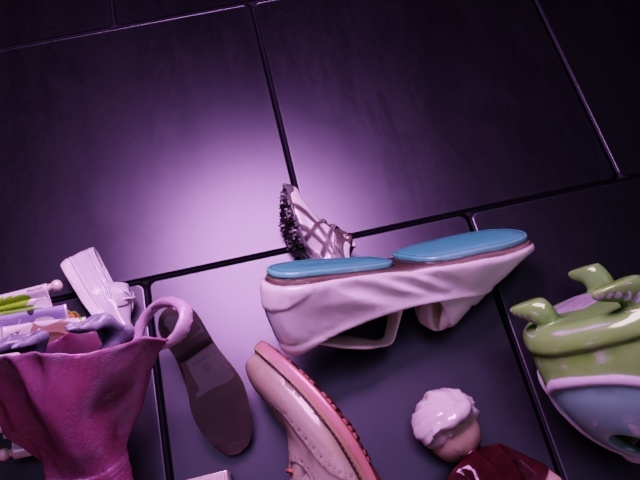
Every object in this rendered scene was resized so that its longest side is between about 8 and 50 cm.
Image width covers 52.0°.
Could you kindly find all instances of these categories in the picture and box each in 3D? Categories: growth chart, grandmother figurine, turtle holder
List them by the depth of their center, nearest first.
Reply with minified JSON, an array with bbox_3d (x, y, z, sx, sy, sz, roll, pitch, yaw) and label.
[{"bbox_3d":[0.416,0.129,0.779,0.320,0.243,0.227,-24,86,30],"label":"turtle holder"},{"bbox_3d":[0.222,0.332,0.794,0.208,0.104,0.342,-7,55,-42],"label":"grandmother figurine"},{"bbox_3d":[-0.378,0.170,0.879,0.172,0.021,0.237,-20,80,-12],"label":"growth chart"}]

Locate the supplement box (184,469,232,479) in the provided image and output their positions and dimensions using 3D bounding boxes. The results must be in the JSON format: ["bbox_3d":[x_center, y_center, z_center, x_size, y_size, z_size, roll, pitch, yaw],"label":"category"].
[{"bbox_3d":[-0.158,0.335,0.832,0.099,0.036,0.062,-12,66,-4],"label":"supplement box"}]

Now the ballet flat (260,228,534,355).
[{"bbox_3d":[0.111,0.071,0.891,0.400,0.139,0.139,-9,65,-22],"label":"ballet flat"}]

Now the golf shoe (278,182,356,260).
[{"bbox_3d":[0.000,0.000,0.968,0.094,0.077,0.198,-17,73,-18],"label":"golf shoe"}]

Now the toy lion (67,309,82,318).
[{"bbox_3d":[-0.371,0.150,0.927,0.100,0.034,0.096,-40,64,-15],"label":"toy lion"}]

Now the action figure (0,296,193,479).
[{"bbox_3d":[-0.279,0.280,0.797,0.276,0.248,0.370,-18,94,-41],"label":"action figure"}]

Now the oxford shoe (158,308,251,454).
[{"bbox_3d":[-0.150,0.185,0.888,0.076,0.076,0.212,-23,83,-11],"label":"oxford shoe"}]

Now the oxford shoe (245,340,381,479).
[{"bbox_3d":[0.003,0.301,0.793,0.147,0.140,0.397,-36,67,-5],"label":"oxford shoe"}]

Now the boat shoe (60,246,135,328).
[{"bbox_3d":[-0.301,0.083,0.941,0.063,0.066,0.184,-37,60,-13],"label":"boat shoe"}]
